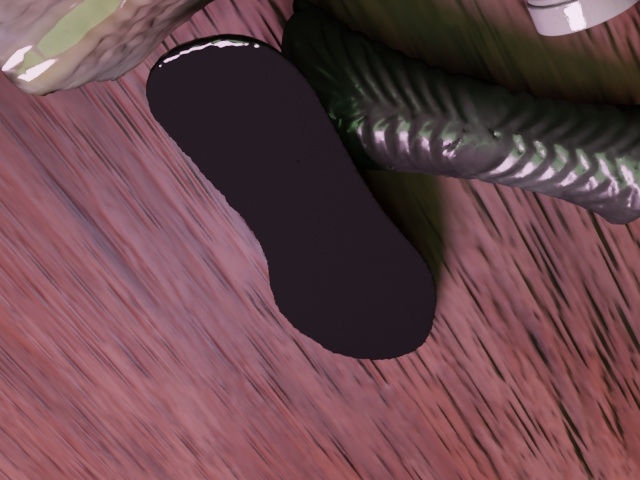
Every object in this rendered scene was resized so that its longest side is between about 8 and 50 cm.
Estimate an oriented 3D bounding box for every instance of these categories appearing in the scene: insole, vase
[{"bbox_3d":[0.000,0.000,0.497,0.119,0.009,0.348,-11,143,18],"label":"insole"},{"bbox_3d":[0.088,-0.069,0.477,0.238,0.115,0.115,12,121,-4],"label":"vase"}]

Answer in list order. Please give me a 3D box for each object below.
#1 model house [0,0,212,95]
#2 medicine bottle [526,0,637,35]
[{"bbox_3d":[-0.078,-0.219,0.296,0.284,0.298,0.243,-25,102,15],"label":"model house"},{"bbox_3d":[0.124,-0.187,0.411,0.079,0.079,0.140,-21,116,18],"label":"medicine bottle"}]
